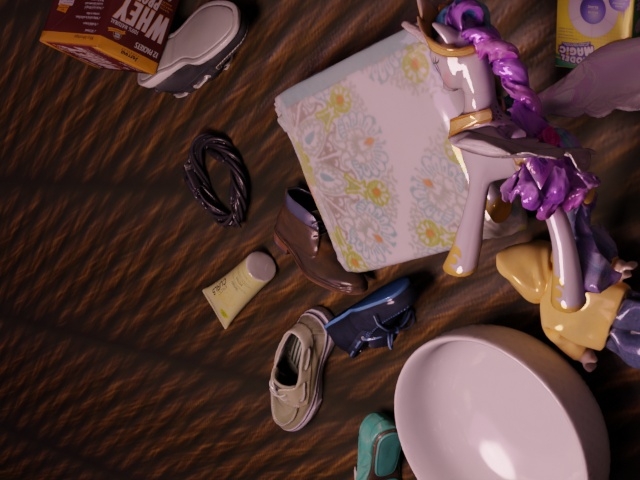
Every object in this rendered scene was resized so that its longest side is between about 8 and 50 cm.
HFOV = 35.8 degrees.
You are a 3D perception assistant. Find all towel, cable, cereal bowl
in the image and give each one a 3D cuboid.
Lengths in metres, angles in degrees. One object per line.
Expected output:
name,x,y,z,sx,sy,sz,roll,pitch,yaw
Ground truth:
towel,0.110,-0.130,1.472,0.375,0.090,0.320,-17,98,50
cable,-0.184,-0.108,1.840,0.150,0.047,0.184,-42,74,44
cereal bowl,0.277,0.270,1.438,0.339,0.141,0.338,24,125,39

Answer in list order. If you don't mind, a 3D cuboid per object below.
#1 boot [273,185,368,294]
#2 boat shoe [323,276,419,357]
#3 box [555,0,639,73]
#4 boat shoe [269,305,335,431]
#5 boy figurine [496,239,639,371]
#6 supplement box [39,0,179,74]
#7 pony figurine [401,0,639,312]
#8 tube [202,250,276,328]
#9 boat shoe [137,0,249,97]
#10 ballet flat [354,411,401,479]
boot,0.000,0.000,1.655,0.219,0.082,0.106,36,134,34
boat shoe,0.100,0.128,1.614,0.089,0.109,0.258,55,156,2
box,0.336,-0.270,1.186,0.105,0.043,0.179,17,123,41
boat shoe,-0.052,0.245,1.821,0.109,0.094,0.302,39,133,29
boy figurine,0.356,0.089,1.303,0.285,0.092,0.177,30,129,36
supplement box,-0.365,-0.411,1.751,0.191,0.129,0.194,15,86,43
pony figurine,0.245,-0.105,1.148,0.351,0.303,0.363,20,133,50
tube,-0.161,0.095,1.899,0.240,0.062,0.070,-40,37,54
boat shoe,-0.204,-0.326,1.716,0.303,0.091,0.114,-9,67,51
ballet flat,0.098,0.402,1.761,0.087,0.083,0.247,-126,35,-52
